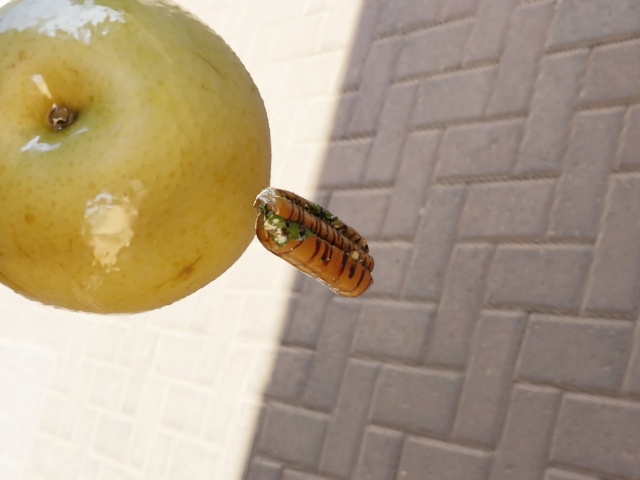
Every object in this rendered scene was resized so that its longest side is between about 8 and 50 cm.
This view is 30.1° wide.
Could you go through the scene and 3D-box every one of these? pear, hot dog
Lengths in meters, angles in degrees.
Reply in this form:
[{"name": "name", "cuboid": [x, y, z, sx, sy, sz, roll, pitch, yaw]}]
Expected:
[{"name": "pear", "cuboid": [-0.217, -0.088, 1.198, 0.348, 0.348, 0.348, -39, 42, 47]}, {"name": "hot dog", "cuboid": [0.000, 0.000, 0.729, 0.037, 0.122, 0.049, -23, 60, 24]}]
